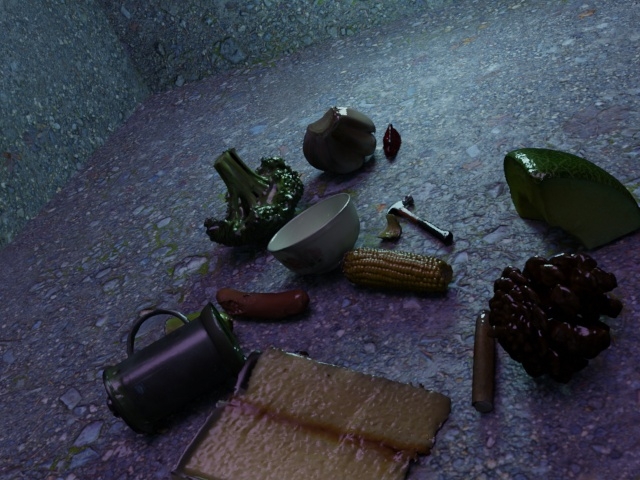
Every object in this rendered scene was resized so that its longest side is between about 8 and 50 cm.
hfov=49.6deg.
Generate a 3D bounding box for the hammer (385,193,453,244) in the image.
[{"bbox_3d":[0.283,-0.053,1.955,0.111,0.033,0.288,-32,31,-12],"label":"hammer"}]

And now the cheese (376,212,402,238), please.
[{"bbox_3d":[0.202,-0.038,1.978,0.060,0.041,0.084,-4,65,48],"label":"cheese"}]

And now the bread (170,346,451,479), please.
[{"bbox_3d":[-0.004,0.375,1.342,0.405,0.242,0.345,-10,37,31],"label":"bread"}]

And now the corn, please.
[{"bbox_3d":[0.183,0.074,1.763,0.318,0.115,0.115,4,41,39],"label":"corn"}]

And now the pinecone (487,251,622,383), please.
[{"bbox_3d":[0.458,0.142,1.350,0.309,0.244,0.244,-26,29,-24],"label":"pinecone"}]

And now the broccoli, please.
[{"bbox_3d":[-0.239,-0.131,2.240,0.375,0.302,0.249,-46,-3,-23],"label":"broccoli"}]

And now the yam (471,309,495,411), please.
[{"bbox_3d":[0.341,0.244,1.445,0.046,0.046,0.264,-12,33,22],"label":"yam"}]

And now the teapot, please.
[{"bbox_3d":[-0.377,0.298,1.707,0.337,0.200,0.270,-31,74,-6],"label":"teapot"}]

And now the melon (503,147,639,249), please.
[{"bbox_3d":[0.569,-0.121,1.697,0.331,0.226,0.343,10,26,-17],"label":"melon"}]

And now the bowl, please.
[{"bbox_3d":[0.000,0.000,1.945,0.277,0.145,0.277,-31,18,11],"label":"bowl"}]

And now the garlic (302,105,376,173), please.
[{"bbox_3d":[0.068,-0.338,2.377,0.210,0.292,0.237,29,84,44],"label":"garlic"}]

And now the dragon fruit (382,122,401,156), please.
[{"bbox_3d":[0.233,-0.330,2.389,0.063,0.097,0.131,-13,52,26],"label":"dragon fruit"}]

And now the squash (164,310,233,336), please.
[{"bbox_3d":[-0.318,0.243,1.865,0.187,0.123,0.123,-17,32,10],"label":"squash"}]

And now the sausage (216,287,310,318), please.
[{"bbox_3d":[-0.169,0.172,1.900,0.327,0.079,0.087,-2,49,36],"label":"sausage"}]
